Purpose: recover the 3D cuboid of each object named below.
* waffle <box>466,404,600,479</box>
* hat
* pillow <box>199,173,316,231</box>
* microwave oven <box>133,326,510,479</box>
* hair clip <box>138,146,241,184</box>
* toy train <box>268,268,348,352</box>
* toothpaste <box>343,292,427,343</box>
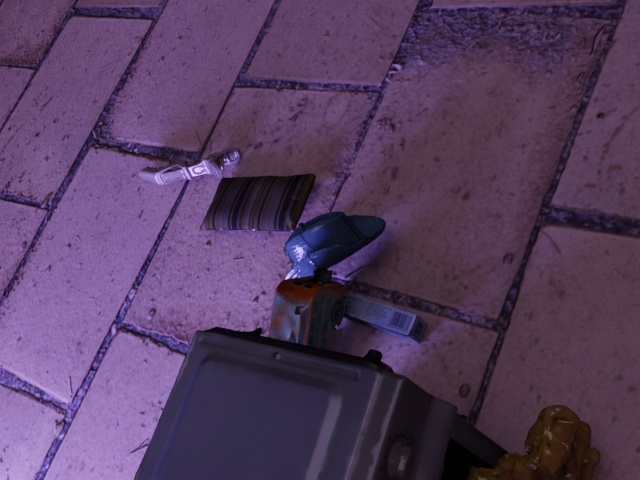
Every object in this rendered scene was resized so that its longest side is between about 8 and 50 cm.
[{"bbox_3d":[0.202,0.284,0.759,0.056,0.253,0.249,2,80,47],"label":"waffle"},{"bbox_3d":[0.000,0.000,1.129,0.190,0.078,0.138,-33,12,14],"label":"hat"},{"bbox_3d":[-0.107,-0.061,1.280,0.203,0.038,0.113,2,59,35],"label":"pillow"},{"bbox_3d":[0.027,0.246,0.821,0.286,0.355,0.219,8,69,36],"label":"microwave oven"},{"bbox_3d":[-0.252,-0.123,1.395,0.225,0.034,0.072,-8,32,27],"label":"hair clip"},{"bbox_3d":[-0.020,0.131,1.049,0.072,0.099,0.188,14,101,38],"label":"toy train"},{"bbox_3d":[0.069,0.103,1.076,0.164,0.046,0.034,15,76,37],"label":"toothpaste"}]
